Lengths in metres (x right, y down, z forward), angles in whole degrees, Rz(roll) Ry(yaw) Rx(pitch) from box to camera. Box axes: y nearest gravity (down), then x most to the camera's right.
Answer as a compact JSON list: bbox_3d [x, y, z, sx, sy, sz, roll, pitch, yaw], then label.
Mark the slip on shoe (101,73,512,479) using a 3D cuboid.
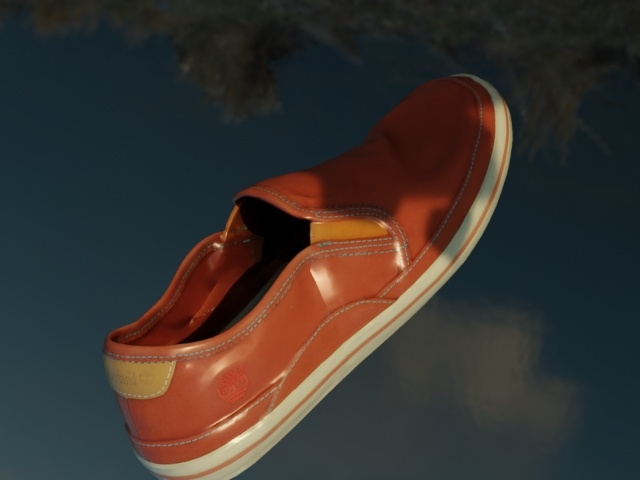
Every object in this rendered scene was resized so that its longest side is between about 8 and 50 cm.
[{"bbox_3d":[0.000,0.000,0.965,0.123,0.331,0.101,9,136,48],"label":"slip on shoe"}]
